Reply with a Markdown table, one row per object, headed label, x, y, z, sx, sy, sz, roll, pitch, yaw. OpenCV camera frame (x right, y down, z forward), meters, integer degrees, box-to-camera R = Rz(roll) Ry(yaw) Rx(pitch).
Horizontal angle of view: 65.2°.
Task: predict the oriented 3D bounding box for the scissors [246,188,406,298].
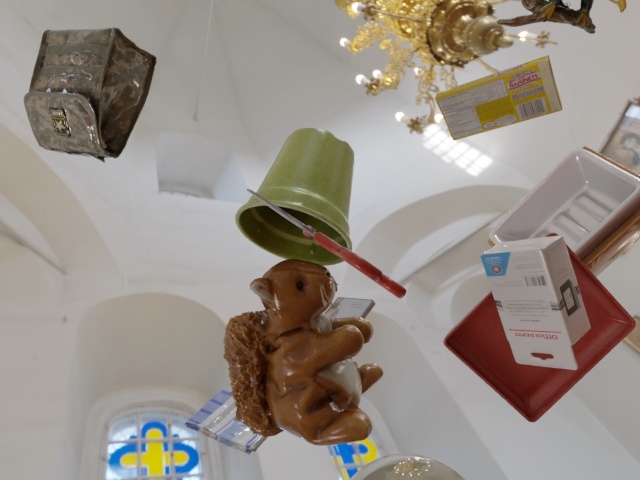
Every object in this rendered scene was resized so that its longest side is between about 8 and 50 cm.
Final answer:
| label | x | y | z | sx | sy | sz | roll | pitch | yaw |
| --- | --- | --- | --- | --- | --- | --- | --- | --- | --- |
| scissors | 0.000 | 0.000 | 0.725 | 0.109 | 0.297 | 0.021 | 32 | -90 | -48 |

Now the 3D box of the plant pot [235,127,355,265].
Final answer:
| label | x | y | z | sx | sy | sz | roll | pitch | yaw |
| --- | --- | --- | --- | --- | --- | --- | --- | --- | --- |
| plant pot | -0.032 | -0.115 | 1.189 | 0.275 | 0.254 | 0.276 | 13 | -26 | 6 |

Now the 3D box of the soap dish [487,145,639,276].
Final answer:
| label | x | y | z | sx | sy | sz | roll | pitch | yaw |
| --- | --- | --- | --- | --- | --- | --- | --- | --- | --- |
| soap dish | 0.521 | -0.030 | 1.035 | 0.118 | 0.229 | 0.291 | 33 | -73 | -30 |

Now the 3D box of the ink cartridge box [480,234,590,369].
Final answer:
| label | x | y | z | sx | sy | sz | roll | pitch | yaw |
| --- | --- | --- | --- | --- | --- | --- | --- | --- | --- |
| ink cartridge box | 0.318 | 0.090 | 0.731 | 0.060 | 0.104 | 0.180 | -24 | -82 | -34 |

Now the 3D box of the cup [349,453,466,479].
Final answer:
| label | x | y | z | sx | sy | sz | roll | pitch | yaw |
| --- | --- | --- | --- | --- | --- | --- | --- | --- | --- |
| cup | 0.129 | 0.556 | 0.848 | 0.331 | 0.331 | 0.237 | -42 | -26 | 9 |

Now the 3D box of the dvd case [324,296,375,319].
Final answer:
| label | x | y | z | sx | sy | sz | roll | pitch | yaw |
| --- | --- | --- | --- | --- | --- | --- | --- | --- | --- |
| dvd case | 0.040 | 0.274 | 1.542 | 0.253 | 0.180 | 0.022 | -49 | -66 | -26 |

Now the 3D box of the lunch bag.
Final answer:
| label | x | y | z | sx | sy | sz | roll | pitch | yaw |
| --- | --- | --- | --- | --- | --- | --- | --- | --- | --- |
| lunch bag | -0.556 | -0.337 | 1.185 | 0.169 | 0.235 | 0.287 | 23 | -102 | -65 |

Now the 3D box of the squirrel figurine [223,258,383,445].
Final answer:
| label | x | y | z | sx | sy | sz | roll | pitch | yaw |
| --- | --- | --- | --- | --- | --- | --- | --- | --- | --- |
| squirrel figurine | -0.081 | 0.240 | 1.146 | 0.396 | 0.281 | 0.371 | -18 | -82 | 23 |

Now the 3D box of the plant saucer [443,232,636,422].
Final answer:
| label | x | y | z | sx | sy | sz | roll | pitch | yaw |
| --- | --- | --- | --- | --- | --- | --- | --- | --- | --- |
| plant saucer | 0.376 | 0.152 | 0.873 | 0.259 | 0.048 | 0.258 | 42 | -84 | -16 |

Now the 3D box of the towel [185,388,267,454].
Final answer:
| label | x | y | z | sx | sy | sz | roll | pitch | yaw |
| --- | --- | --- | --- | --- | --- | --- | --- | --- | --- |
| towel | -0.274 | 0.579 | 1.629 | 0.209 | 0.284 | 0.034 | -34 | -55 | -52 |

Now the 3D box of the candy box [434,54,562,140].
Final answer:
| label | x | y | z | sx | sy | sz | roll | pitch | yaw |
| --- | --- | --- | --- | --- | --- | --- | --- | --- | --- |
| candy box | 0.330 | -0.260 | 0.936 | 0.205 | 0.027 | 0.105 | -11 | -52 | 32 |

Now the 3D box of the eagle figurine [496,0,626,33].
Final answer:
| label | x | y | z | sx | sy | sz | roll | pitch | yaw |
| --- | --- | --- | --- | --- | --- | --- | --- | --- | --- |
| eagle figurine | 0.471 | -0.478 | 0.819 | 0.226 | 0.225 | 0.298 | -36 | -18 | -22 |
